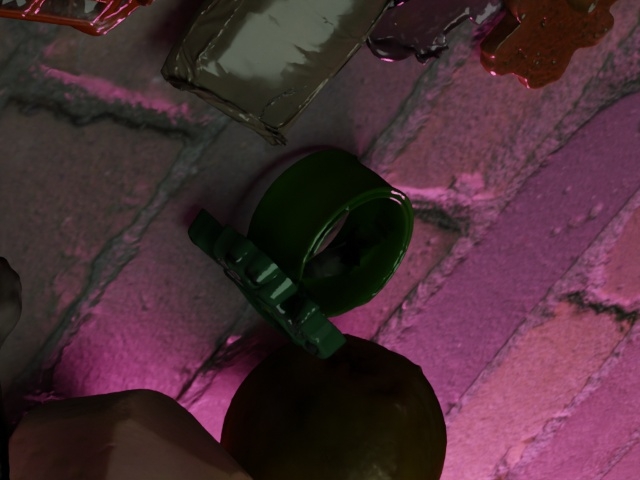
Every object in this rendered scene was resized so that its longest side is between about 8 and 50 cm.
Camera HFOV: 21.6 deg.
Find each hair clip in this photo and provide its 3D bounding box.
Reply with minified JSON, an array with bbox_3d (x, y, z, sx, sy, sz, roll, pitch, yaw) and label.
[{"bbox_3d":[0.097,-0.206,1.262,0.187,0.056,0.146,-28,141,7],"label":"hair clip"}]

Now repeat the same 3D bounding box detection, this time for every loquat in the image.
[{"bbox_3d":[0.005,0.206,1.502,0.213,0.213,0.246,-7,126,-35],"label":"loquat"}]

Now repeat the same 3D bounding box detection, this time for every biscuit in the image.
[{"bbox_3d":[0.202,-0.203,1.366,0.133,0.027,0.184,1,128,-40],"label":"biscuit"}]

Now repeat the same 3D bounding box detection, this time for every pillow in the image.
[{"bbox_3d":[-0.012,-0.171,1.176,0.119,0.053,0.208,34,100,-27],"label":"pillow"}]

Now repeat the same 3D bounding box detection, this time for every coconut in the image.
[{"bbox_3d":[-0.154,0.222,1.371,0.237,0.197,0.237,-4,159,-2],"label":"coconut"}]

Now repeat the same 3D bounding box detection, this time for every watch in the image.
[{"bbox_3d":[0.000,0.000,1.348,0.152,0.131,0.165,-44,144,-8],"label":"watch"}]

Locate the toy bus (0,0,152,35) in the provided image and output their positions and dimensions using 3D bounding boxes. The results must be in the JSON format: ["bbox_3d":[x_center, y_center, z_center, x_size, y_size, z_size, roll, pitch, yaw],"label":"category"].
[{"bbox_3d":[-0.182,-0.207,0.951,0.329,0.143,0.153,1,140,-42],"label":"toy bus"}]

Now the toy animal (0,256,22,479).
[{"bbox_3d":[-0.365,0.128,1.130,0.344,0.194,0.302,-12,143,-34],"label":"toy animal"}]
